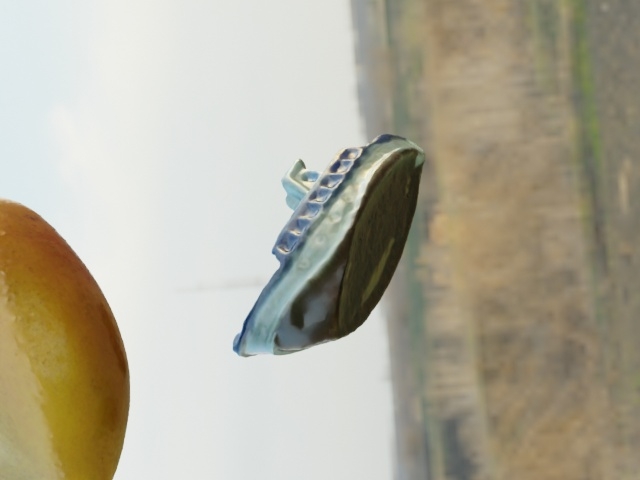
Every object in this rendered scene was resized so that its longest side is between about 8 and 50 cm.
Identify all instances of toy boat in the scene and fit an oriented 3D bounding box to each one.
[{"bbox_3d":[0.000,0.000,1.631,0.262,0.115,0.114,-63,-33,-35],"label":"toy boat"}]

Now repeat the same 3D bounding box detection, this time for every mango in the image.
[{"bbox_3d":[-0.236,0.092,1.445,0.257,0.187,0.138,43,166,20],"label":"mango"}]
